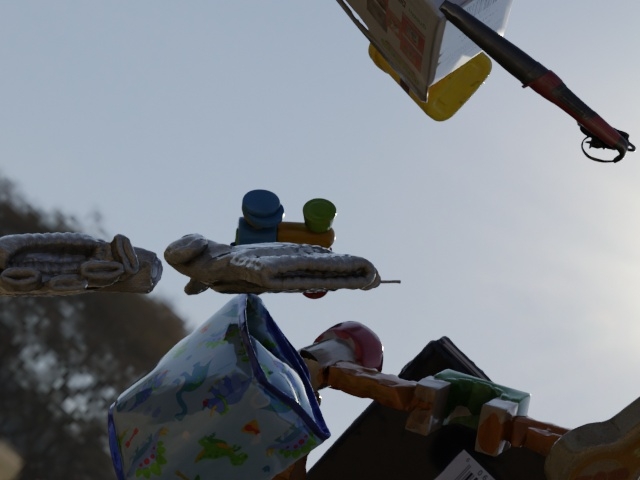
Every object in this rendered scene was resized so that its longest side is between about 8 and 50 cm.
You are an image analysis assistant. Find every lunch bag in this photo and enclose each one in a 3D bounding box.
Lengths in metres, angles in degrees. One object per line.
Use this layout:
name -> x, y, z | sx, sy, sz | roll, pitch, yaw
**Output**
lunch bag -> -0.076, 0.113, 1.101 | 0.096, 0.129, 0.151 | 47, 8, -32

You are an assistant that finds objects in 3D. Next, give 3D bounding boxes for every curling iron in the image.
curling iron -> 0.235, -0.171, 1.762 | 0.274, 0.035, 0.068 | 37, -21, -13

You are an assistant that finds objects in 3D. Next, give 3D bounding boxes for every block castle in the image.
block castle -> 0.165, 0.290, 1.825 | 0.453, 0.303, 0.213 | 14, 10, 22

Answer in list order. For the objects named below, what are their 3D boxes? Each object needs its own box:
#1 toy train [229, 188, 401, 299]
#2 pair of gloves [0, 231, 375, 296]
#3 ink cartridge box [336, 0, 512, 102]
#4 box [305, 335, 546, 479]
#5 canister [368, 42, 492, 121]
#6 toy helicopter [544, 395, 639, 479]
toy train -> 0.000, 0.000, 2.233 | 0.248, 0.105, 0.143 | 3, -44, -6
pair of gloves -> -0.102, 0.014, 1.022 | 0.240, 0.042, 0.204 | -1, -2, -11
ink cartridge box -> 0.091, -0.359, 1.977 | 0.309, 0.130, 0.272 | 52, -11, 13
box -> 0.289, 0.448, 2.183 | 0.480, 0.297, 0.472 | 43, -1, 34
canister -> 0.157, -0.261, 2.290 | 0.073, 0.126, 0.170 | 31, 15, -43
toy helicopter -> 0.359, 0.132, 1.419 | 0.235, 0.355, 0.140 | 49, 8, -33
